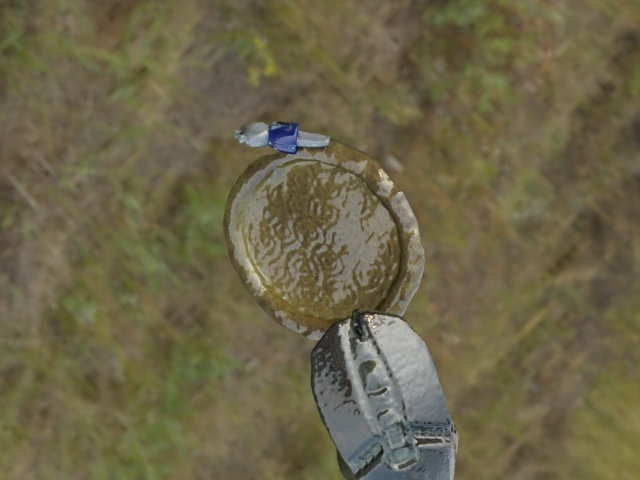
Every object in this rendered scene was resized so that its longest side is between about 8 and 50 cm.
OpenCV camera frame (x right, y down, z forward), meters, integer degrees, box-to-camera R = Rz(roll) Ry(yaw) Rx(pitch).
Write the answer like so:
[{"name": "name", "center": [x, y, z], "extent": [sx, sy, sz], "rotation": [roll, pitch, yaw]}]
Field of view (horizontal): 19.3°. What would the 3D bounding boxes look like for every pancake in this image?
[{"name": "pancake", "center": [0.001, 0.000, 1.676], "extent": [0.199, 0.199, 0.021], "rotation": [-58, 167, 28]}]

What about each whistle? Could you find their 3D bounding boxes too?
[{"name": "whistle", "center": [-0.033, -0.091, 1.640], "extent": [0.033, 0.083, 0.029], "rotation": [-76, 171, -60]}]

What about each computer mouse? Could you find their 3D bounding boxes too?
[{"name": "computer mouse", "center": [0.057, 0.151, 1.561], "extent": [0.106, 0.062, 0.192], "rotation": [-21, 109, -2]}]
